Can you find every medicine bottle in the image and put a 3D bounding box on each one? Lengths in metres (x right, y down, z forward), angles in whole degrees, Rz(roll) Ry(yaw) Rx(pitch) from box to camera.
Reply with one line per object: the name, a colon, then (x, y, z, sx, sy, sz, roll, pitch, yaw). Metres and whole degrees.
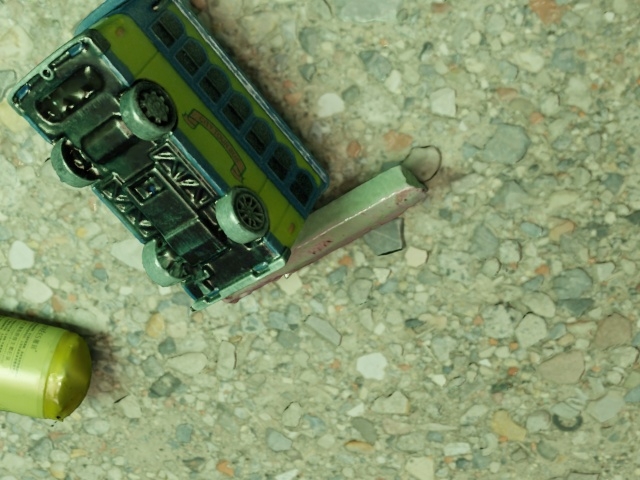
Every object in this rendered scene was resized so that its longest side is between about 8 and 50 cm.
medicine bottle: (-0.404, 0.152, 1.406, 0.238, 0.124, 0.124, 13, 118, -1)

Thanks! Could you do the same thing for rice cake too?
rice cake: (-0.002, 0.000, 1.302, 0.290, 0.081, 0.051, -28, 68, 19)

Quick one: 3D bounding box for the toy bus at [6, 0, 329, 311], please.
toy bus: (-0.154, -0.101, 1.198, 0.152, 0.190, 0.312, -28, 112, 36)
